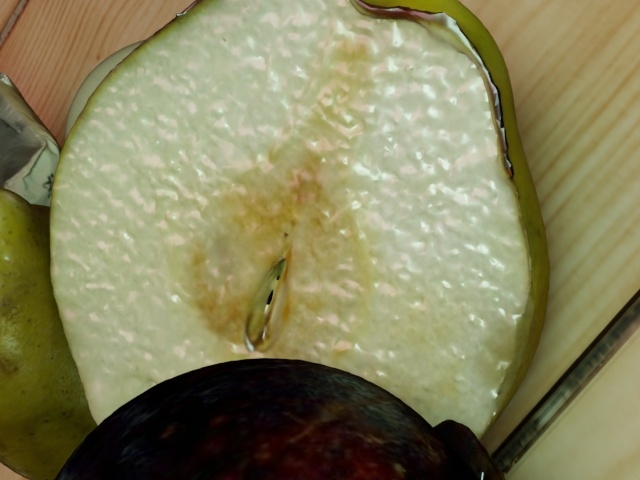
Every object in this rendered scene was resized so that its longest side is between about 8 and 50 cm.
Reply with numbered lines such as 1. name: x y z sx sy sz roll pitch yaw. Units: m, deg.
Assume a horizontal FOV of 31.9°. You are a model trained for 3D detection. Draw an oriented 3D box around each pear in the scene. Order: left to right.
1. pear: 0.000 0.000 0.787 0.340 0.191 0.386 30 110 14

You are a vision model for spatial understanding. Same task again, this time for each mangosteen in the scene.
1. mangosteen: -0.015 0.217 0.574 0.330 0.330 0.330 -19 63 41

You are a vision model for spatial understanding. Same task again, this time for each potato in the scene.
1. potato: -0.201 0.091 0.909 0.176 0.369 0.195 36 77 30

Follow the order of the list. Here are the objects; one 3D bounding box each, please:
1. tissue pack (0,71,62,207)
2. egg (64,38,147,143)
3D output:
1. tissue pack: -0.371 -0.006 1.158 0.390 0.195 0.375 45 136 42
2. egg: -0.115 -0.084 0.979 0.253 0.188 0.189 10 83 49
